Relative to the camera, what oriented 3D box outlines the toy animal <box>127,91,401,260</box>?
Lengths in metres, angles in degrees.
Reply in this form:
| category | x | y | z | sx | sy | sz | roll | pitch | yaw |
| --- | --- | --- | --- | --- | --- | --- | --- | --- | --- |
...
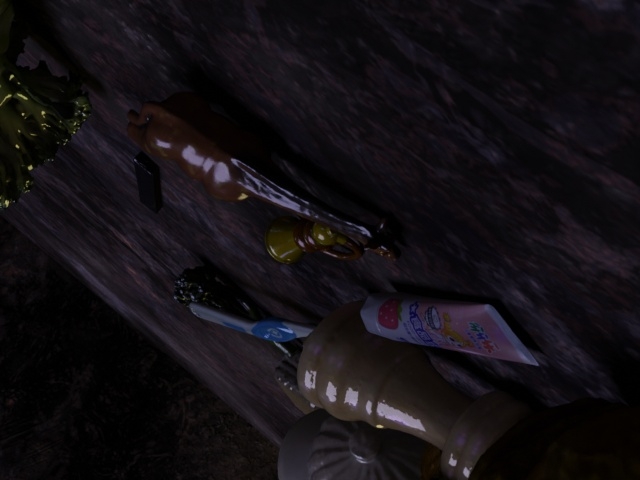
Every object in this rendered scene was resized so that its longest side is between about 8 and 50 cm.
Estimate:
| category | x | y | z | sx | sy | sz | roll | pitch | yaw |
| --- | --- | --- | --- | --- | --- | --- | --- | --- | --- |
| toy animal | -0.052 | -0.052 | 0.982 | 0.224 | 0.066 | 0.230 | 35 | 171 | -19 |

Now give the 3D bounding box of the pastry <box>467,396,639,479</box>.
| category | x | y | z | sx | sy | sz | roll | pitch | yaw |
| --- | --- | --- | --- | --- | --- | --- | --- | --- | --- |
| pastry | 0.192 | 0.230 | 0.804 | 0.240 | 0.235 | 0.132 | 57 | 168 | -11 |

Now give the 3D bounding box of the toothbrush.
| category | x | y | z | sx | sy | sz | roll | pitch | yaw |
| --- | --- | --- | --- | --- | --- | --- | --- | --- | --- |
| toothbrush | -0.058 | 0.107 | 1.452 | 0.386 | 0.040 | 0.040 | 11 | 147 | 54 |

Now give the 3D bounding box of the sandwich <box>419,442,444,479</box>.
| category | x | y | z | sx | sy | sz | roll | pitch | yaw |
| --- | --- | --- | --- | --- | --- | --- | --- | --- | --- |
| sandwich | 0.154 | 0.264 | 1.071 | 0.186 | 0.065 | 0.215 | 19 | -163 | 18 |

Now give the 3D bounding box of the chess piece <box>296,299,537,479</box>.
| category | x | y | z | sx | sy | sz | roll | pitch | yaw |
| --- | --- | --- | --- | --- | --- | --- | --- | --- | --- |
| chess piece | 0.155 | 0.186 | 1.035 | 0.397 | 0.117 | 0.117 | 29 | 161 | 36 |

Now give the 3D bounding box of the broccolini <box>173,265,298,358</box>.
| category | x | y | z | sx | sy | sz | roll | pitch | yaw |
| --- | --- | --- | --- | --- | --- | --- | --- | --- | --- |
| broccolini | -0.113 | 0.095 | 1.637 | 0.203 | 0.068 | 0.091 | 26 | 169 | 8 |

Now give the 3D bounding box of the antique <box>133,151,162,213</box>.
| category | x | y | z | sx | sy | sz | roll | pitch | yaw |
| --- | --- | --- | --- | --- | --- | --- | --- | --- | --- |
| antique | -0.216 | -0.069 | 1.466 | 0.031 | 0.015 | 0.192 | 41 | 166 | 4 |

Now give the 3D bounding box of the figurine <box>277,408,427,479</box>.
| category | x | y | z | sx | sy | sz | roll | pitch | yaw |
| --- | --- | --- | --- | --- | --- | --- | --- | --- | --- |
| figurine | 0.118 | 0.300 | 1.408 | 0.332 | 0.185 | 0.204 | 28 | 136 | -35 |

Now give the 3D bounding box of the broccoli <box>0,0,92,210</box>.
| category | x | y | z | sx | sy | sz | roll | pitch | yaw |
| --- | --- | --- | --- | --- | --- | --- | --- | --- | --- |
| broccoli | -0.341 | -0.199 | 1.164 | 0.221 | 0.252 | 0.361 | 38 | 132 | 1 |

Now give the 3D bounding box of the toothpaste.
| category | x | y | z | sx | sy | sz | roll | pitch | yaw |
| --- | --- | --- | --- | --- | --- | --- | --- | --- | --- |
| toothpaste | 0.102 | 0.070 | 0.976 | 0.067 | 0.043 | 0.194 | 51 | 158 | -21 |

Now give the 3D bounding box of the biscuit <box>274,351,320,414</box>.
| category | x | y | z | sx | sy | sz | roll | pitch | yaw |
| --- | --- | --- | --- | --- | --- | --- | --- | --- | --- |
| biscuit | 0.036 | 0.242 | 1.619 | 0.239 | 0.062 | 0.108 | 30 | 162 | 38 |

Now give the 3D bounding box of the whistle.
| category | x | y | z | sx | sy | sz | roll | pitch | yaw |
| --- | --- | --- | --- | --- | --- | --- | --- | --- | --- |
| whistle | -0.004 | 0.004 | 1.058 | 0.109 | 0.046 | 0.057 | -1 | 121 | 62 |
